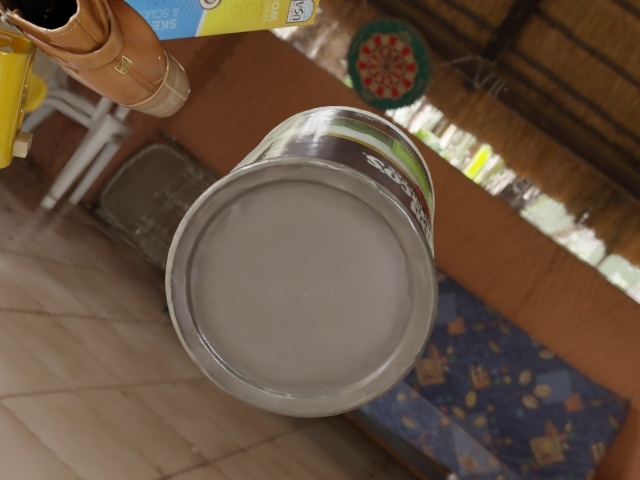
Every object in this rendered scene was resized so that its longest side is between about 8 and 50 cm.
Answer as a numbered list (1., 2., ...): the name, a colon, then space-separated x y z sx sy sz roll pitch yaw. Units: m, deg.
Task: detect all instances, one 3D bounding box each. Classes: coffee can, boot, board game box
1. coffee can: 0.000 0.000 0.767 0.201 0.201 0.275 38 17 -5
2. boot: -0.256 -0.224 0.784 0.283 0.109 0.220 47 4 15
3. board game box: -0.121 -0.375 1.081 0.316 0.242 0.064 -17 48 -36

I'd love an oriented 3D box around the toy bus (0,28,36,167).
1. toy bus: -0.333 -0.109 0.844 0.104 0.191 0.202 12 -23 -14
